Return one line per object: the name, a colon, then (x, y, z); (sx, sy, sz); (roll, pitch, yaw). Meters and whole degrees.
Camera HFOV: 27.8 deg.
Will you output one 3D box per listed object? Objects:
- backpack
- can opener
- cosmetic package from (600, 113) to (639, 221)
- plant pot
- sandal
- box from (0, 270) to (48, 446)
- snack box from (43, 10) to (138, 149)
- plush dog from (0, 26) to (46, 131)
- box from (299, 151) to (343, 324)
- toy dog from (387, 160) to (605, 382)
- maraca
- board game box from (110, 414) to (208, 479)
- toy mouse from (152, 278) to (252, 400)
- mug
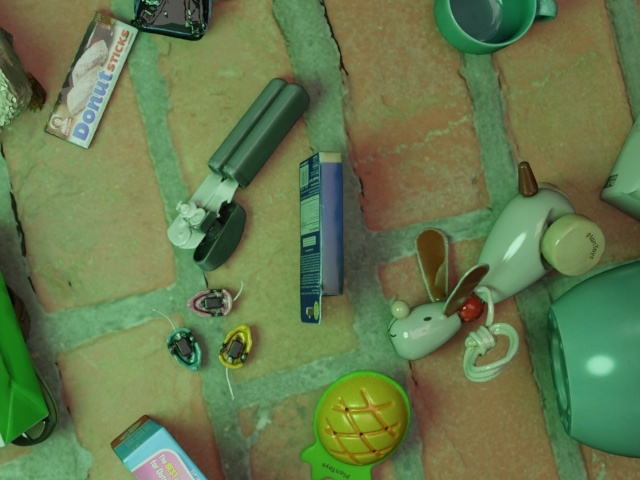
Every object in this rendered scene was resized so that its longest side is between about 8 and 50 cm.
backpack: (-0.198, -0.331, 1.740); (0.105, 0.084, 0.114); (8, 90, -12)
can opener: (-0.109, -0.094, 1.764); (0.093, 0.074, 0.280); (39, 80, -42)
cosmetic package: (0.620, -0.041, 1.831); (0.385, 0.217, 0.156); (30, 82, -11)
plant pot: (0.437, 0.162, 1.755); (0.235, 0.293, 0.293); (-7, 88, 3)
sandal: (-0.422, 0.121, 1.671); (0.120, 0.086, 0.302); (-24, 91, 24)
box: (-0.493, 0.134, 1.581); (0.231, 0.127, 0.261); (-14, 97, 17)
snack box: (-0.309, -0.216, 1.743); (0.064, 0.022, 0.178); (23, 82, -11)
plush dog: (-0.487, -0.175, 1.648); (0.225, 0.210, 0.262); (-32, 65, 2)
box: (0.000, 0.000, 1.738); (0.037, 0.136, 0.225); (1, 87, -12)
toy dog: (0.226, 0.017, 1.764); (0.333, 0.220, 0.161); (-45, 119, -20)
maraca: (0.048, 0.259, 1.758); (0.127, 0.099, 0.185); (25, 107, -1)
board game box: (-0.135, 0.366, 1.637); (0.064, 0.242, 0.316); (-40, 96, -12)
toy mouse: (-0.161, 0.118, 1.751); (0.143, 0.031, 0.161); (19, 83, -10)
mug: (0.237, -0.319, 1.823); (0.158, 0.097, 0.129); (35, 80, -9)
